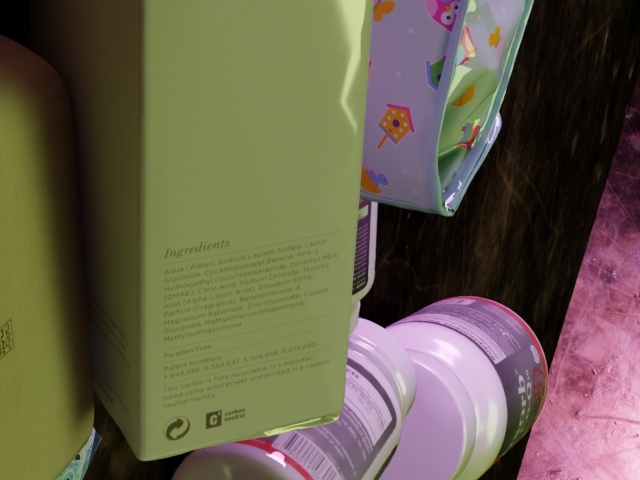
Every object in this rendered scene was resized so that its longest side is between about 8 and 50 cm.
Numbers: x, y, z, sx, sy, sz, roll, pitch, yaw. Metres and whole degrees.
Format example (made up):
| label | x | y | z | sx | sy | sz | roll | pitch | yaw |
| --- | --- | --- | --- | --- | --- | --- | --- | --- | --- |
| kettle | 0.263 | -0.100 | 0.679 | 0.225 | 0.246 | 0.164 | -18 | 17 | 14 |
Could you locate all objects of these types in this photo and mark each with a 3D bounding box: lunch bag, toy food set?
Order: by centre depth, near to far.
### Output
| label | x | y | z | sx | sy | sz | roll | pitch | yaw |
| --- | --- | --- | --- | --- | --- | --- | --- | --- | --- |
| toy food set | -0.223 | 0.053 | 0.964 | 0.220 | 0.092 | 0.306 | -51 | 144 | -62 |
| lunch bag | 0.047 | -0.163 | 1.419 | 0.160 | 0.223 | 0.262 | 3 | 102 | -64 |

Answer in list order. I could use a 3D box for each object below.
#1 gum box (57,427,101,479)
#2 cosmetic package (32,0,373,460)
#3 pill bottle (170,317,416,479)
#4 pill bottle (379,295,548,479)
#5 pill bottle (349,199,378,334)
| label | x | y | z | sx | sy | sz | roll | pitch | yaw |
| --- | --- | --- | --- | --- | --- | --- | --- | --- | --- |
| gum box | -0.224 | 0.165 | 1.149 | 0.184 | 0.041 | 0.157 | 73 | 36 | -59 |
| cosmetic package | -0.083 | -0.083 | 1.051 | 0.156 | 0.217 | 0.385 | -10 | 124 | -25 |
| pill bottle | -0.017 | 0.198 | 1.606 | 0.283 | 0.161 | 0.161 | -48 | 148 | -55 |
| pill bottle | 0.138 | 0.192 | 1.993 | 0.363 | 0.210 | 0.210 | -18 | 121 | -69 |
| pill bottle | 0.000 | 0.000 | 1.592 | 0.108 | 0.108 | 0.193 | -54 | 152 | -50 |
